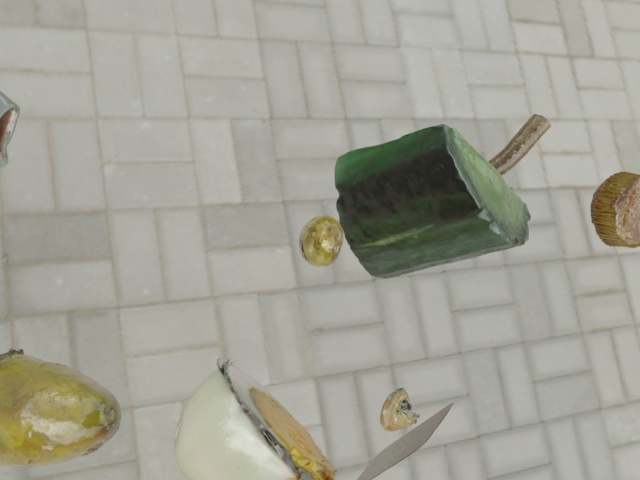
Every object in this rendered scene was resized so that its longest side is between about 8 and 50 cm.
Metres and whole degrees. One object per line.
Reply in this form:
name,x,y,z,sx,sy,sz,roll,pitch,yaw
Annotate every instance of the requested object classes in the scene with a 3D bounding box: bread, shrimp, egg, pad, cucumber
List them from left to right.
egg,-0.113,0.340,1.307,0.174,0.264,0.286,-44,116,2
pad,0.160,0.427,1.674,0.004,0.267,0.181,49,36,6
shrimp,0.111,0.227,1.110,0.108,0.023,0.059,9,91,-58
cucumber,0.072,-0.017,0.560,0.116,0.115,0.062,35,50,-41
bread,0.335,-0.033,0.907,0.085,0.053,0.084,-5,101,-27

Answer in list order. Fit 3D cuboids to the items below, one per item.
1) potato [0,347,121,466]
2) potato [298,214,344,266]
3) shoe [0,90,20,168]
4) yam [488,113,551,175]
potato,-0.502,0.329,1.526,0.229,0.266,0.229,8,90,-67
potato,0.000,0.000,1.645,0.080,0.170,0.107,21,92,-8
shoe,-0.521,-0.197,1.327,0.078,0.079,0.195,-17,57,-9
yam,0.319,-0.119,1.573,0.327,0.045,0.045,-45,142,-10
